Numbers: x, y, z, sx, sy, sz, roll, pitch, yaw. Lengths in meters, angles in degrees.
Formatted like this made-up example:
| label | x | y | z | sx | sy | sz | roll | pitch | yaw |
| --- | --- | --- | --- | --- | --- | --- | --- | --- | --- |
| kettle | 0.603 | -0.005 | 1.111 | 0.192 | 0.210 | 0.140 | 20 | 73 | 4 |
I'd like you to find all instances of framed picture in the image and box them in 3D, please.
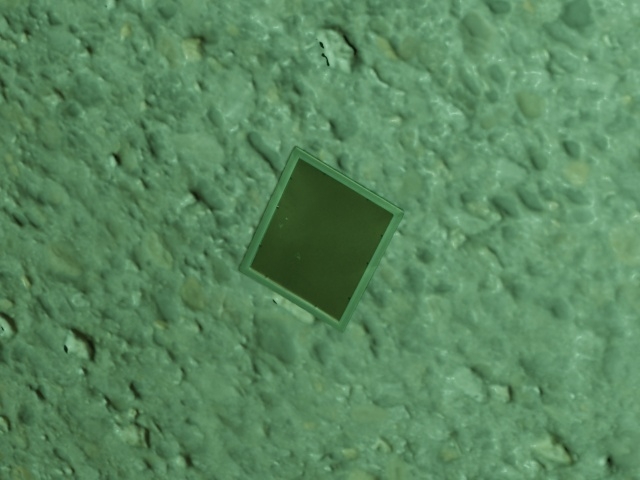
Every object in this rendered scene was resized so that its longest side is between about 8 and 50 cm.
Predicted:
| label | x | y | z | sx | sy | sz | roll | pitch | yaw |
| --- | --- | --- | --- | --- | --- | --- | --- | --- | --- |
| framed picture | 0.000 | 0.000 | 1.806 | 0.142 | 0.011 | 0.183 | 31 | 124 | 8 |
